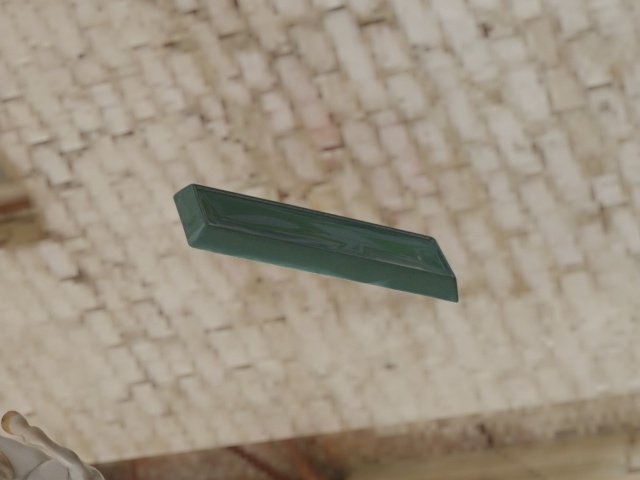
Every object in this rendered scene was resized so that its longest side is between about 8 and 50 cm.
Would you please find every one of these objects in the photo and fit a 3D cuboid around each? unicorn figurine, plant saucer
[{"bbox_3d":[-0.124,0.123,0.913,0.111,0.162,0.060,40,-91,-28],"label":"unicorn figurine"},{"bbox_3d":[0.000,0.000,1.276,0.192,0.018,0.067,11,-153,-21],"label":"plant saucer"}]
